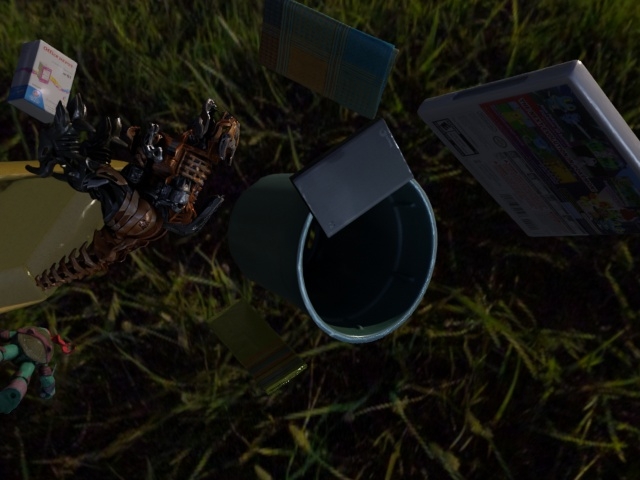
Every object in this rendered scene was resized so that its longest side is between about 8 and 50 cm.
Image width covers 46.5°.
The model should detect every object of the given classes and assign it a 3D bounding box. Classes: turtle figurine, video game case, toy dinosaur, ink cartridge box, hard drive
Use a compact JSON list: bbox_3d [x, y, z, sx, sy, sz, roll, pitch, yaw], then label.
[{"bbox_3d":[-0.536,0.207,1.326,0.175,0.234,0.118,38,98,-7],"label":"turtle figurine"},{"bbox_3d":[0.213,-0.073,0.692,0.201,0.183,0.023,42,68,-25],"label":"video game case"},{"bbox_3d":[-0.255,-0.068,0.973,0.218,0.164,0.322,43,70,7],"label":"toy dinosaur"},{"bbox_3d":[-0.507,-0.290,1.361,0.052,0.088,0.122,-4,70,31],"label":"ink cartridge box"},{"bbox_3d":[0.040,-0.078,0.924,0.135,0.094,0.022,-35,30,-5],"label":"hard drive"}]

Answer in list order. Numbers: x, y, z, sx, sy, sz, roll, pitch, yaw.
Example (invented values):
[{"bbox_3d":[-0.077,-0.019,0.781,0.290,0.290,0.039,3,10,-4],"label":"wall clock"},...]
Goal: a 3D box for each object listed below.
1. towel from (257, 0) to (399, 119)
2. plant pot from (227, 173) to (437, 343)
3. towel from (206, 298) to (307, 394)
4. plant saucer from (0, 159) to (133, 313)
[{"bbox_3d":[0.011,-0.489,1.977,0.370,0.271,0.040,27,59,5],"label":"towel"},{"bbox_3d":[0.000,0.000,1.520,0.341,0.341,0.334,-42,31,-22],"label":"plant pot"},{"bbox_3d":[-0.135,0.215,1.539,0.102,0.021,0.237,-29,48,-24],"label":"towel"},{"bbox_3d":[-0.478,-0.012,1.154,0.081,0.333,0.333,46,110,11],"label":"plant saucer"}]
